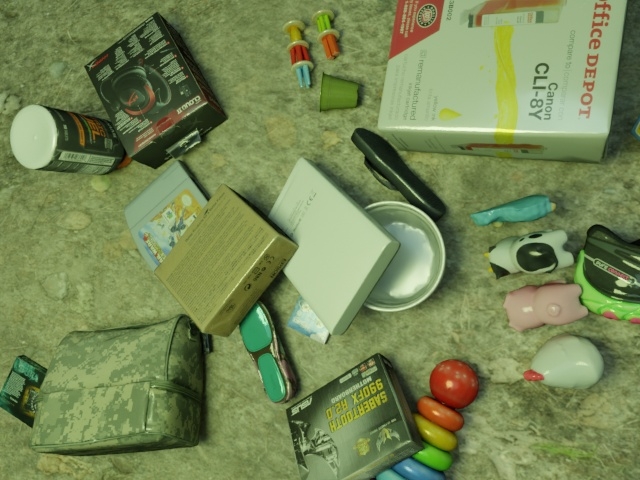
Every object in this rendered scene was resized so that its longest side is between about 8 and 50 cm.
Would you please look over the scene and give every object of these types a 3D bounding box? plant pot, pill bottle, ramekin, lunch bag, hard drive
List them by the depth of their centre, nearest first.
[{"bbox_3d":[0.000,0.000,0.986,0.307,0.040,0.203,48,116,41],"label":"hard drive"},{"bbox_3d":[0.141,0.034,0.999,0.206,0.109,0.208,-2,83,19],"label":"ramekin"},{"bbox_3d":[-0.392,0.290,1.056,0.304,0.213,0.256,-9,64,10],"label":"lunch bag"},{"bbox_3d":[0.040,-0.310,1.096,0.079,0.083,0.084,6,84,3],"label":"plant pot"},{"bbox_3d":[-0.523,-0.210,1.129,0.130,0.245,0.131,1,94,21],"label":"pill bottle"}]

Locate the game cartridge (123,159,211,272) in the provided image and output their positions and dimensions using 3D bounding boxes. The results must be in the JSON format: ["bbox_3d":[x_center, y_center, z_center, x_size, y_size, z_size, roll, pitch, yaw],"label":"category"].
[{"bbox_3d":[-0.305,-0.010,1.154,0.198,0.062,0.297,-40,76,2],"label":"game cartridge"}]

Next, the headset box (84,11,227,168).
[{"bbox_3d":[-0.368,-0.323,1.178,0.218,0.110,0.293,-33,76,8],"label":"headset box"}]

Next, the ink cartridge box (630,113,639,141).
[{"bbox_3d":[0.723,-0.129,0.759,0.269,0.151,0.396,-20,53,-6],"label":"ink cartridge box"}]

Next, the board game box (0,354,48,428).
[{"bbox_3d":[-0.657,0.365,1.206,0.186,0.026,0.126,24,89,16],"label":"board game box"}]

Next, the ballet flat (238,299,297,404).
[{"bbox_3d":[-0.105,0.222,1.058,0.076,0.079,0.222,-27,78,16],"label":"ballet flat"}]

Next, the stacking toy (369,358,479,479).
[{"bbox_3d":[0.188,0.371,0.946,0.141,0.141,0.331,23,82,16],"label":"stacking toy"}]

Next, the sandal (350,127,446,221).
[{"bbox_3d":[0.142,-0.129,1.040,0.255,0.097,0.054,51,123,15],"label":"sandal"}]

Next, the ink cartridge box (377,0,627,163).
[{"bbox_3d":[0.325,-0.304,0.937,0.384,0.160,0.280,8,86,26],"label":"ink cartridge box"}]

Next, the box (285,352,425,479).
[{"bbox_3d":[0.054,0.345,0.955,0.231,0.056,0.183,-35,42,16],"label":"box"}]

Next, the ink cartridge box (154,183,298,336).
[{"bbox_3d":[-0.188,0.038,1.022,0.193,0.088,0.235,42,96,33],"label":"ink cartridge box"}]

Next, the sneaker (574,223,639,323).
[{"bbox_3d":[0.671,0.021,0.830,0.481,0.185,0.203,-6,90,12],"label":"sneaker"}]

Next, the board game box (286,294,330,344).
[{"bbox_3d":[-0.012,0.155,1.074,0.090,0.020,0.090,23,90,16],"label":"board game box"}]

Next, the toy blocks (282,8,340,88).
[{"bbox_3d":[-0.012,-0.413,1.129,0.123,0.054,0.148,-14,80,12],"label":"toy blocks"}]

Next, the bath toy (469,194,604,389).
[{"bbox_3d":[0.380,0.100,0.923,0.128,0.151,0.349,-17,86,-2],"label":"bath toy"}]
